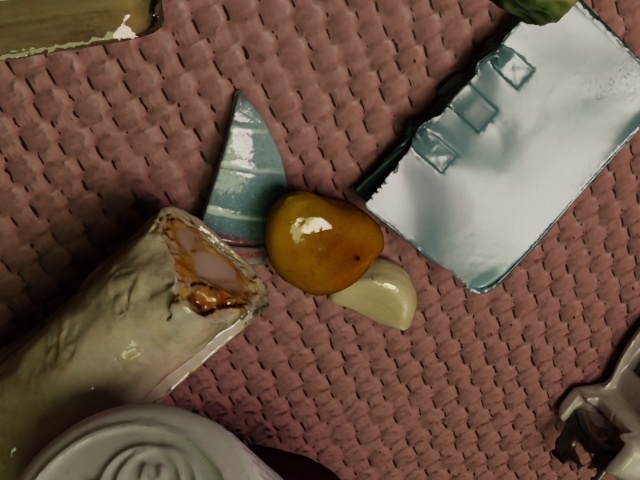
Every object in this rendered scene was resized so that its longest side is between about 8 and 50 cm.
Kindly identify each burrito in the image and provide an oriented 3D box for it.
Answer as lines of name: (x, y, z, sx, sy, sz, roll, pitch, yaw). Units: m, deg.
burrito: (-0.180, 0.105, 0.680, 0.299, 0.143, 0.105, -39, 95, 10)

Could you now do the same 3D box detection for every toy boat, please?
toy boat: (-0.054, -0.043, 0.715, 0.096, 0.034, 0.122, 9, 113, -31)

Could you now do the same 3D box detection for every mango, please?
mango: (0.000, 0.000, 0.729, 0.080, 0.060, 0.114, -43, 150, 1)

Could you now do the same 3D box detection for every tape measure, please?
tape measure: (0.395, 0.158, 0.942, 0.258, 0.130, 0.265, 28, 106, -29)

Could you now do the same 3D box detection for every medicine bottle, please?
medicine bottle: (-0.065, 0.244, 0.693, 0.242, 0.243, 0.395, -27, 145, -4)

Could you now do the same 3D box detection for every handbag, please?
handbag: (0.146, -0.077, 0.759, 0.144, 0.057, 0.221, 38, 101, -29)

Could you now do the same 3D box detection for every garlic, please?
garlic: (0.046, 0.040, 0.797, 0.083, 0.041, 0.053, 20, 123, -20)

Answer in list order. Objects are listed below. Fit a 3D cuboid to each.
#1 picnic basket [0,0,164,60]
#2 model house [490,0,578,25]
picnic basket: (-0.180, -0.194, 0.447, 0.165, 0.267, 0.139, -13, 129, -18)
model house: (0.037, -0.288, 0.471, 0.266, 0.321, 0.261, 18, 129, -11)
